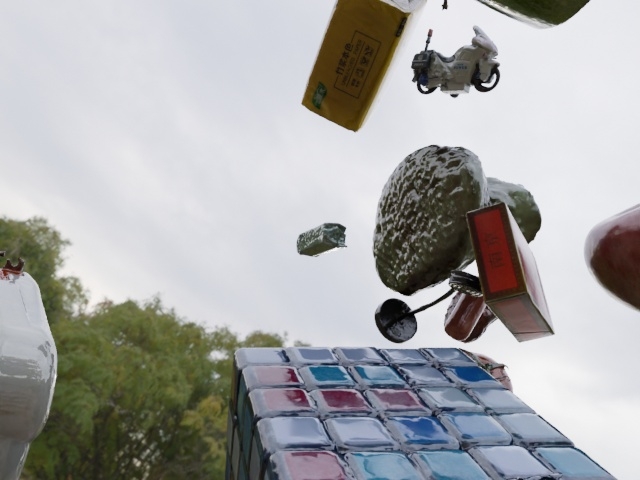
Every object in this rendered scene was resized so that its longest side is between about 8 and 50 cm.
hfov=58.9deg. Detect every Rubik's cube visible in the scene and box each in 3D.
[{"bbox_3d":[0.058,0.287,0.559,0.291,0.293,0.287,2,11,-14],"label":"Rubik's cube"}]

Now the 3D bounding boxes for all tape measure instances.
[{"bbox_3d":[-0.361,0.156,0.581,0.130,0.265,0.258,17,5,-37],"label":"tape measure"}]

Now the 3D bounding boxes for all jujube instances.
[{"bbox_3d":[0.483,0.216,1.781,0.155,0.230,0.155,29,-37,25],"label":"jujube"}]

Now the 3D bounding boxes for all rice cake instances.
[{"bbox_3d":[0.000,0.000,1.400,0.069,0.063,0.206,8,-12,-19],"label":"rice cake"}]

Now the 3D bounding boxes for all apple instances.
[{"bbox_3d":[0.779,0.041,1.283,0.344,0.344,0.270,-33,-100,58],"label":"apple"}]

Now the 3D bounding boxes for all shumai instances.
[{"bbox_3d":[0.326,-0.034,1.324,0.323,0.324,0.397,7,-28,-24],"label":"shumai"}]

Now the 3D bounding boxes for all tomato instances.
[{"bbox_3d":[0.319,0.318,1.191,0.167,0.167,0.167,26,-32,18],"label":"tomato"}]

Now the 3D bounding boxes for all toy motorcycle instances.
[{"bbox_3d":[0.311,-0.407,1.291,0.221,0.150,0.102,10,2,41],"label":"toy motorcycle"}]

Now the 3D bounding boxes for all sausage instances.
[{"bbox_3d":[0.354,0.170,1.364,0.062,0.154,0.062,28,-30,18],"label":"sausage"}]

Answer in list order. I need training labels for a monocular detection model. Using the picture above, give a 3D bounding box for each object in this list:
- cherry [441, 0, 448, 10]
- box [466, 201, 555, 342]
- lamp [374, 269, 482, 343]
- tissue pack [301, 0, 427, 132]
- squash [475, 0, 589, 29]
[{"bbox_3d":[0.249,-0.594,1.259,0.148,0.115,0.188,12,-76,39],"label":"cherry"},{"bbox_3d":[0.310,0.060,0.918,0.074,0.153,0.239,-21,-32,22],"label":"box"},{"bbox_3d":[0.225,0.155,1.179,0.130,0.109,0.371,29,-19,-14],"label":"lamp"},{"bbox_3d":[0.124,-0.558,1.650,0.228,0.293,0.382,26,-51,3],"label":"tissue pack"},{"bbox_3d":[0.249,-0.518,0.859,0.384,0.263,0.263,19,-26,-18],"label":"squash"}]
